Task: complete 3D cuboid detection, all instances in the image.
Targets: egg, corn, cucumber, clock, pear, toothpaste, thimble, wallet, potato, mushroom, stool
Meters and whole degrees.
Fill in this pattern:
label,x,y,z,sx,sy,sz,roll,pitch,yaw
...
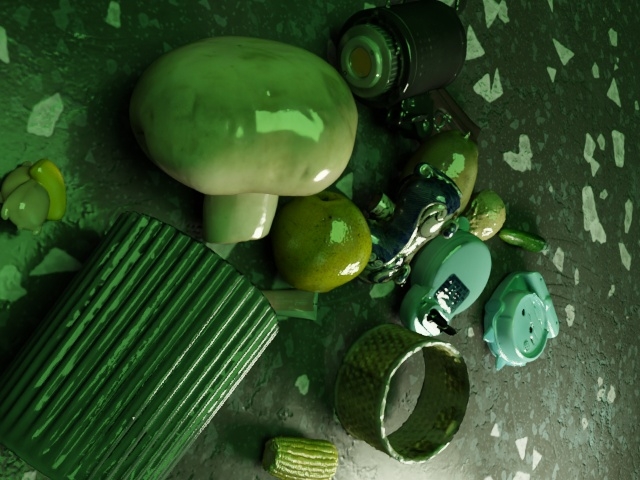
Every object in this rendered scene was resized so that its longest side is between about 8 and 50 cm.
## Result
label,x,y,z,sx,sy,sz,roll,pitch,yaw
egg,0.418,-0.068,1.605,0.116,0.118,0.140,22,79,6
corn,-0.038,0.423,1.203,0.165,0.063,0.085,24,81,-36
cucumber,0.598,0.000,1.793,0.250,0.056,0.055,12,80,-40
clock,0.544,0.233,1.705,0.274,0.094,0.223,-41,112,-36
pear,0.001,0.000,1.182,0.198,0.198,0.198,3,86,-41
toothpaste,-0.073,0.120,1.209,0.195,0.043,0.067,9,80,-46
thimble,0.177,0.318,1.315,0.271,0.150,0.270,-5,99,-35
wallet,0.308,-0.284,1.559,0.229,0.049,0.181,41,65,-30
potato,0.275,-0.143,1.429,0.174,0.159,0.251,-14,134,-55
mushroom,-0.112,-0.170,0.999,0.353,0.325,0.352,9,78,-48
stool,-0.267,0.174,0.879,0.297,0.297,0.330,48,63,-29

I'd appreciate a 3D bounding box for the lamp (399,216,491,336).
label,x,y,z,sx,sy,sz,roll,pitch,yaw
lamp,0.289,0.097,1.451,0.209,0.147,0.283,42,66,-39

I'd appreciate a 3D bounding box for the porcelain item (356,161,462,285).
label,x,y,z,sx,sy,sz,roll,pitch,yaw
porcelain item,0.155,-0.039,1.302,0.186,0.138,0.288,38,106,-20

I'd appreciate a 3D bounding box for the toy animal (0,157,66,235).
label,x,y,z,sx,sy,sz,roll,pitch,yaw
toy animal,-0.421,-0.058,0.895,0.091,0.082,0.114,74,25,-54

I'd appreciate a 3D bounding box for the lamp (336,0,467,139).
label,x,y,z,sx,sy,sz,roll,pitch,yaw
lamp,0.169,-0.414,1.334,0.272,0.205,0.373,-2,100,-45
